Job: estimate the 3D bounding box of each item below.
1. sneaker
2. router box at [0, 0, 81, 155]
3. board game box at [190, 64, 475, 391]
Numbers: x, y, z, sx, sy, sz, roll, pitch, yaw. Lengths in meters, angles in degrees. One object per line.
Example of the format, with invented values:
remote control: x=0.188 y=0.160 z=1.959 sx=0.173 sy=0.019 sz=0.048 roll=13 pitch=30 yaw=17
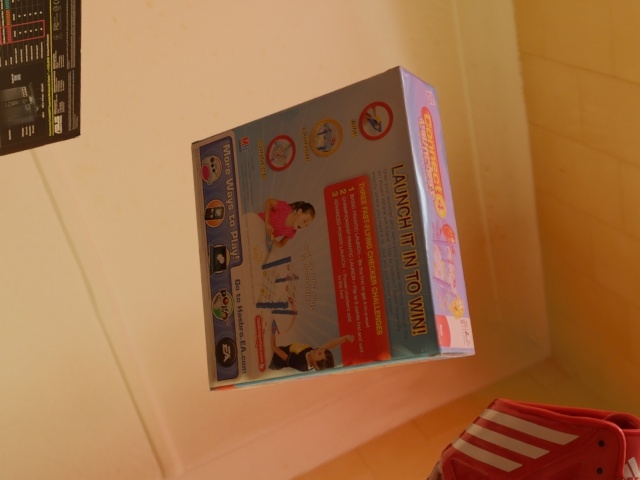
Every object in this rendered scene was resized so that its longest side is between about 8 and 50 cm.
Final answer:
sneaker: x=0.141 y=0.162 z=0.389 sx=0.087 sy=0.221 sz=0.128 roll=9 pitch=-64 yaw=-53
router box: x=-0.175 y=-0.099 z=0.424 sx=0.092 sy=0.038 sz=0.122 roll=-22 pitch=-34 yaw=-33
board game box: x=0.000 y=0.000 z=0.927 sx=0.086 sy=0.302 sz=0.308 roll=13 pitch=-112 yaw=-55
